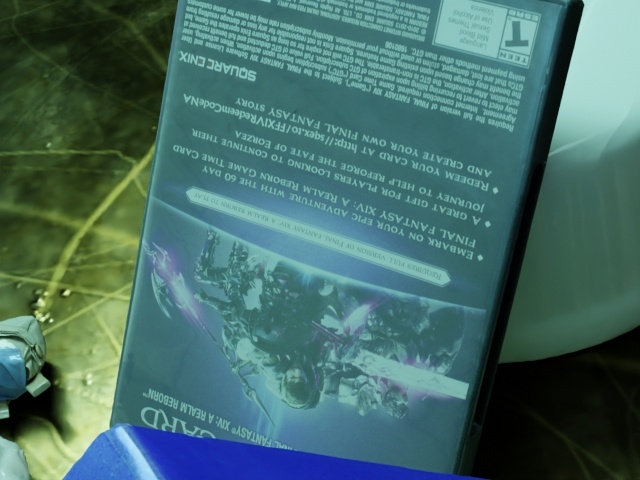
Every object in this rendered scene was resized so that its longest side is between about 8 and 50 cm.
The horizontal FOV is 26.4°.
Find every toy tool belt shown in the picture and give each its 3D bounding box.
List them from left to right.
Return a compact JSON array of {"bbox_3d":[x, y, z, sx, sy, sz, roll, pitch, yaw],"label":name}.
[{"bbox_3d":[-0.188,0.076,0.744,0.083,0.052,0.051,-18,41,-1],"label":"toy tool belt"}]

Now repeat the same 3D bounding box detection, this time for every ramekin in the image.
[{"bbox_3d":[0.093,-0.083,0.752,0.277,0.135,0.277,-6,50,8],"label":"ramekin"}]

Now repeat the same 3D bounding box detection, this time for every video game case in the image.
[{"bbox_3d":[0.000,0.000,0.652,0.196,0.274,0.026,19,17,26],"label":"video game case"}]

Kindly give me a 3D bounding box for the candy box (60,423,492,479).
[{"bbox_3d":[0.079,0.196,0.409,0.122,0.317,0.268,-53,52,13],"label":"candy box"}]

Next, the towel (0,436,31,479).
[{"bbox_3d":[-0.258,0.229,0.561,0.317,0.053,0.332,-1,46,-22],"label":"towel"}]
